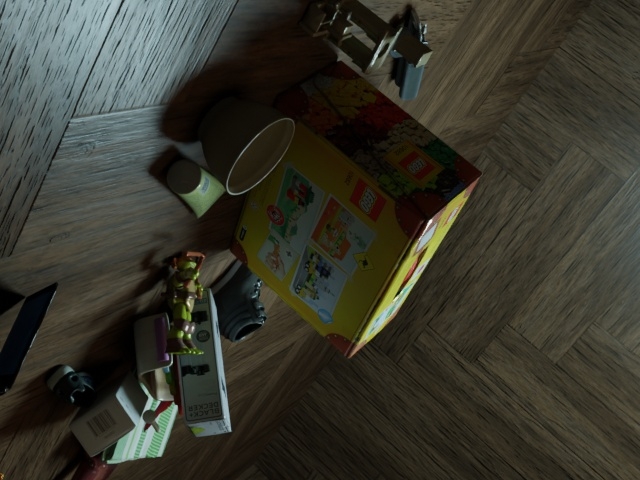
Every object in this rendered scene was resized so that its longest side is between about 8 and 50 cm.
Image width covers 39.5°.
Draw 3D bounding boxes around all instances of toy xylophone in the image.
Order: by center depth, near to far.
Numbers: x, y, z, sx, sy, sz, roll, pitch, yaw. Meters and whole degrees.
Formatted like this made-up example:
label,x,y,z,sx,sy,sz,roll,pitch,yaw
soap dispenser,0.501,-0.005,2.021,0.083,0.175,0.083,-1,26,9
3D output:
label,x,y,z,sx,sy,sz,roll,pitch,yaw
toy xylophone,-0.342,0.290,1.938,0.081,0.236,0.322,-8,166,-4

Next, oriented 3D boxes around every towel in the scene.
label,x,y,z,sx,sy,sz,roll,pitch,yaw
towel,-0.424,0.423,2.199,0.325,0.038,0.247,43,65,-74

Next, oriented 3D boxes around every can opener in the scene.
label,x,y,z,sx,sy,sz,roll,pitch,yaw
can opener,0.188,-0.405,1.970,0.093,0.074,0.280,-12,159,-2

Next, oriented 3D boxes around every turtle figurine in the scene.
label,x,y,z,sx,sy,sz,roll,pitch,yaw
turtle figurine,-0.276,0.118,1.784,0.269,0.087,0.217,122,-31,-78

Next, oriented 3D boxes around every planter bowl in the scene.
label,x,y,z,sx,sy,sz,roll,pitch,yaw
planter bowl,-0.137,-0.173,1.502,0.162,0.109,0.162,-44,164,-16

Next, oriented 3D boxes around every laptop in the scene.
label,x,y,z,sx,sy,sz,roll,pitch,yaw
laptop,-0.511,0.162,1.260,0.264,0.136,0.234,-12,177,-29

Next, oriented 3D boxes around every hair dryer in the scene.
label,x,y,z,sx,sy,sz,roll,pitch,yaw
hair dryer,-0.552,0.514,2.156,0.224,0.080,0.293,-2,118,-67

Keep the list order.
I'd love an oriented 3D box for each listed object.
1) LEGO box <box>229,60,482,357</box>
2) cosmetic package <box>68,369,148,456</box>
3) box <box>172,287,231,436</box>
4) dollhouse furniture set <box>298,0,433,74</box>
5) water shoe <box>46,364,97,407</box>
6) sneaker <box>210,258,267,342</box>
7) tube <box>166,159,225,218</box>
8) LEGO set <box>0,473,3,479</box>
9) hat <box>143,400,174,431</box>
label,x,y,z,sx,sy,sz,roll,pitch,yaw
LEGO box,0.048,-0.050,1.835,0.193,0.372,0.500,-38,163,-37
cosmetic package,-0.434,0.354,1.852,0.117,0.085,0.231,-33,-175,-1
box,-0.258,0.268,1.940,0.087,0.289,0.169,-8,160,-4
dollhouse furniture set,0.068,-0.328,1.551,0.161,0.182,0.101,-31,158,-51
water shoe,-0.484,0.307,1.780,0.073,0.080,0.203,-46,165,-9
sneaker,-0.156,0.119,2.123,0.295,0.147,0.104,-48,164,-9
tube,-0.217,-0.090,1.601,0.070,0.062,0.240,-5,172,6
LEGO set,-0.655,0.433,1.597,0.227,0.093,0.087,48,46,-50
hat,-0.364,0.317,2.182,0.184,0.208,0.173,-13,126,1
